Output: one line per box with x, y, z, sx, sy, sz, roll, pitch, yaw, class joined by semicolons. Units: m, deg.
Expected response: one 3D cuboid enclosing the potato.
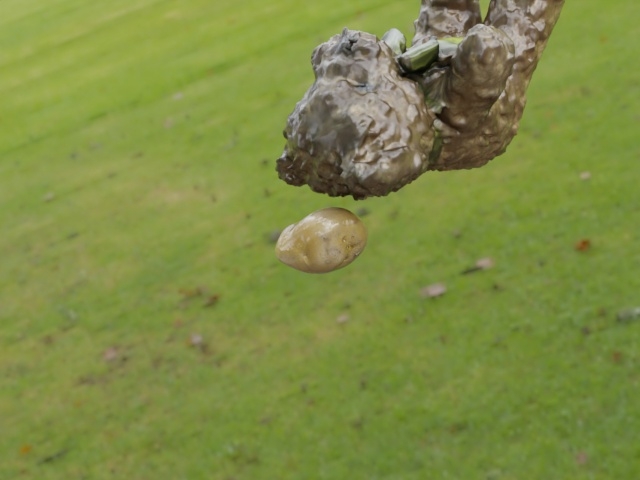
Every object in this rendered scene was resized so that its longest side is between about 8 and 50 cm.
0.000;0.000;1.310;0.083;0.068;0.062;2;69;36;potato

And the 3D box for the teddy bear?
0.082;-0.172;1.342;0.246;0.296;0.222;10;-3;45;teddy bear
